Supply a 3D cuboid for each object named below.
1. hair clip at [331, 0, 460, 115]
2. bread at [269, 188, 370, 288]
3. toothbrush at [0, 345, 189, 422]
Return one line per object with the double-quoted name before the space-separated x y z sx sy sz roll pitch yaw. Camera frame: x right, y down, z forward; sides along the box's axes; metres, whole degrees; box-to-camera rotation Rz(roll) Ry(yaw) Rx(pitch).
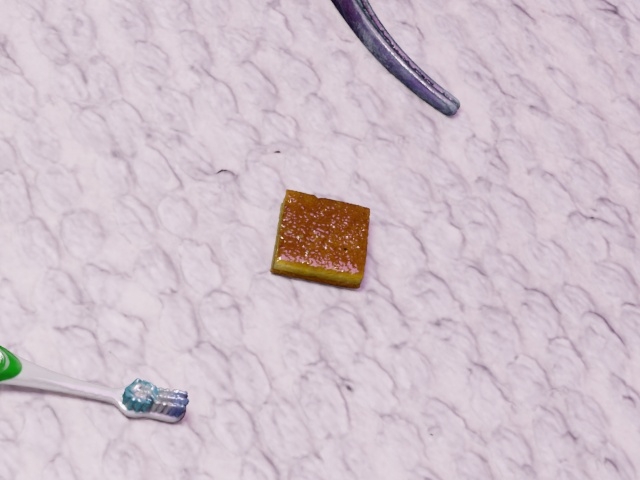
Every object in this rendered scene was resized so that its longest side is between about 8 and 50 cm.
"hair clip" 0.064 -0.245 1.622 0.083 0.048 0.275 -25 74 -29
"bread" 0.000 0.000 1.450 0.094 0.035 0.090 12 57 -10
"toothbrush" -0.323 0.105 1.279 0.418 0.040 0.042 15 61 -10
